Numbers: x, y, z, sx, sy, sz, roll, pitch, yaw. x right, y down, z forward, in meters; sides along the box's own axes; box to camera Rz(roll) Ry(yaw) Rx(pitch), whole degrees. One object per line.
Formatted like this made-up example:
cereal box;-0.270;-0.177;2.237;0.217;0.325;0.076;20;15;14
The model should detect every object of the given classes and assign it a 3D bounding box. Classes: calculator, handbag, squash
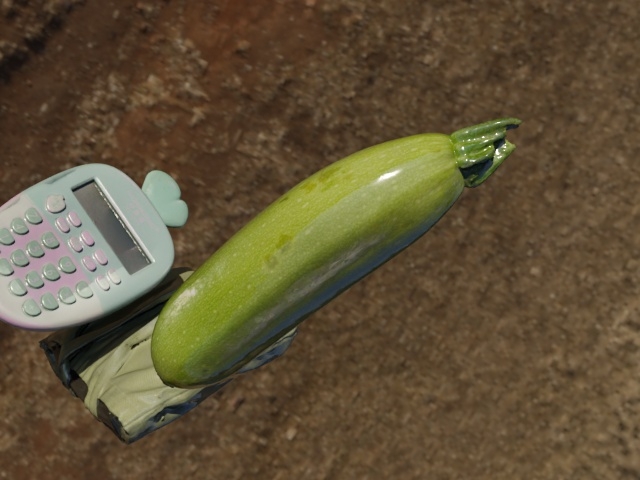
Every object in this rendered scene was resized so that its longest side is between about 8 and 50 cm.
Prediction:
calculator;-0.286;0.003;1.378;0.299;0.185;0.041;-32;173;-37
handbag;-0.209;0.129;1.450;0.253;0.316;0.109;-30;119;-23
squash;0.000;0.000;0.839;0.341;0.094;0.094;-36;141;13
